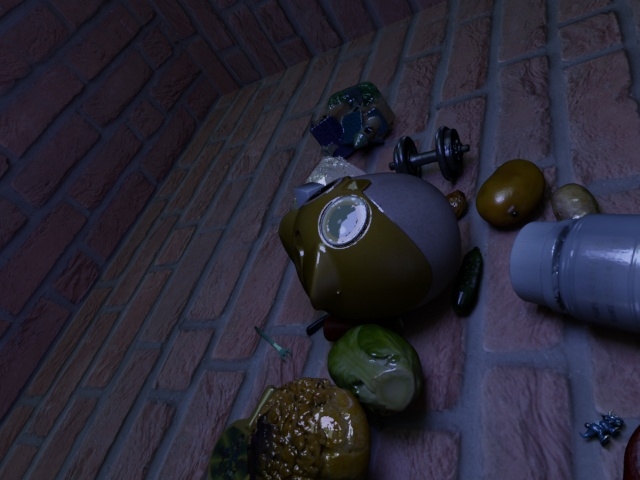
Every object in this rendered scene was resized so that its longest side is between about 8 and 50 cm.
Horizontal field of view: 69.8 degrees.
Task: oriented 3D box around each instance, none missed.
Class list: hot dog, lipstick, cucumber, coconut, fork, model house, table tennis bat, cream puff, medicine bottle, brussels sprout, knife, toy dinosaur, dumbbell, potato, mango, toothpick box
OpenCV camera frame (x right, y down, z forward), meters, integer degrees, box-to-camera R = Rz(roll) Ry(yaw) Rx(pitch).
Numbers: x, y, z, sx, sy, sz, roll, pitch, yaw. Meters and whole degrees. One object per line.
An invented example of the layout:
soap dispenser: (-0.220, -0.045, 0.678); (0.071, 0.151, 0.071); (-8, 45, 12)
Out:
hot dog: (0.409, -0.106, 1.499); (0.147, 0.065, 0.099); (-31, 36, 29)
lipstick: (0.000, 0.000, 1.477); (0.076, 0.372, 0.079); (-26, 27, -30)
cucumber: (0.413, 0.105, 1.279); (0.069, 0.069, 0.228); (-3, 45, 38)
coconut: (0.081, -0.125, 1.610); (0.298, 0.309, 0.297); (-57, 3, 5)
lipstick: (0.121, 0.259, 1.347); (0.241, 0.080, 0.080); (-9, 46, 34)
fork: (-0.161, 0.342, 1.546); (0.039, 0.021, 0.235); (-45, 36, -15)
model house: (0.119, -0.490, 1.992); (0.312, 0.245, 0.280); (5, 50, 54)
table tennis bat: (-0.212, 0.572, 1.333); (0.198, 0.050, 0.321); (10, 62, 47)
cream puff: (-0.044, 0.484, 1.054); (0.343, 0.230, 0.328); (-41, 44, 52)
medicine bottle: (0.608, 0.062, 1.007); (0.306, 0.245, 0.245); (6, 55, 53)
brussels sprout: (0.144, 0.324, 1.135); (0.210, 0.219, 0.271); (-44, 12, -4)
knife: (0.003, 0.264, 1.483); (0.121, 0.031, 0.018); (-33, 37, -2)
toy dinosaur: (0.556, 0.370, 0.907); (0.083, 0.031, 0.047); (-38, 36, 0)
dumbbell: (0.377, -0.288, 1.611); (0.289, 0.192, 0.192); (-9, 46, 31)
potato: (0.685, -0.086, 1.234); (0.107, 0.080, 0.171); (-17, 44, 14)
mango: (0.567, -0.148, 1.350); (0.175, 0.139, 0.254); (17, 57, 44)
toothpick box: (0.127, 0.013, 1.262); (0.424, 0.409, 0.409); (-11, 34, -16)

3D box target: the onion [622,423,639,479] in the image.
onion: (0.626, 0.359, 0.651); (0.341, 0.341, 0.342); (-23, 40, 20)
